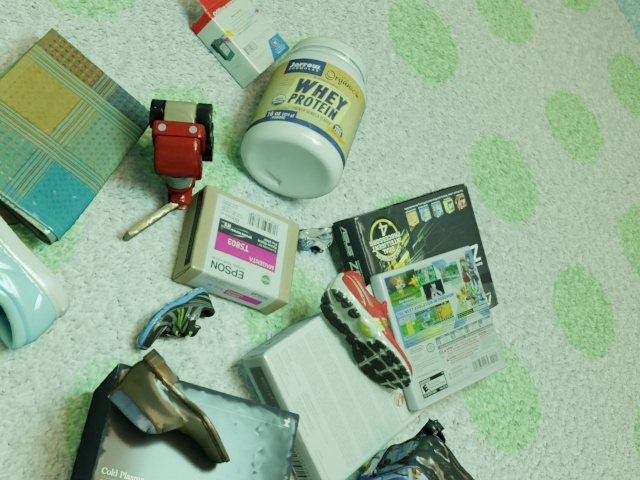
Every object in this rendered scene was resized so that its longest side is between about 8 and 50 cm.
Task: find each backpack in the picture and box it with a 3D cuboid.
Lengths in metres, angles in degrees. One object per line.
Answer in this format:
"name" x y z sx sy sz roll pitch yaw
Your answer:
"backpack" 0.187 0.528 1.746 0.213 0.263 0.277 -36 91 -35

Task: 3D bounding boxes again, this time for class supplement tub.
"supplement tub" -0.026 -0.275 1.949 0.228 0.228 0.316 34 54 -21

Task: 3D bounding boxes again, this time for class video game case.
"video game case" 0.270 0.187 1.965 0.328 0.036 0.300 -15 87 -42

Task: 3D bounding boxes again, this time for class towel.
"towel" -0.500 -0.199 1.631 0.271 0.040 0.370 42 50 -17

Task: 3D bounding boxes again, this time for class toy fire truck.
"toy fire truck" -0.295 -0.126 1.705 0.158 0.217 0.247 4 71 -5

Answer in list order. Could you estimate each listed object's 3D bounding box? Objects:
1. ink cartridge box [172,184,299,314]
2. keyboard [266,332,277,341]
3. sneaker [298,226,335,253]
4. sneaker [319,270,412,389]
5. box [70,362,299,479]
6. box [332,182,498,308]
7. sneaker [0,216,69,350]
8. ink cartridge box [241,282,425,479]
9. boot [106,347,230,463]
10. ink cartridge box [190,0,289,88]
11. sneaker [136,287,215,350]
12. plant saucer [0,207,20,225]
"ink cartridge box" -0.168 0.021 1.807 0.234 0.088 0.193 23 58 -29
"keyboard" -0.006 0.253 1.882 0.255 0.014 0.072 15 67 -31
"sneaker" 0.000 0.000 1.975 0.135 0.052 0.058 -5 91 -41
"sneaker" 0.115 0.179 1.790 0.279 0.107 0.118 57 42 -15
"box" -0.238 0.419 1.487 0.343 0.179 0.313 21 58 -19
"box" 0.231 0.060 2.061 0.394 0.097 0.319 -17 94 -40
"sneaker" -0.588 0.032 1.452 0.366 0.135 0.150 45 48 -12
"ink cartridge box" 0.052 0.289 1.831 0.385 0.091 0.308 -30 98 -41
"boot" -0.243 0.291 1.409 0.106 0.082 0.219 -37 89 -16
"ink cartridge box" -0.198 -0.481 2.006 0.231 0.078 0.134 49 49 -10
"sneaker" -0.272 0.157 1.682 0.188 0.067 0.078 -33 86 -44
"plant saucer" -0.592 -0.162 1.596 0.277 0.041 0.278 15 64 -32
